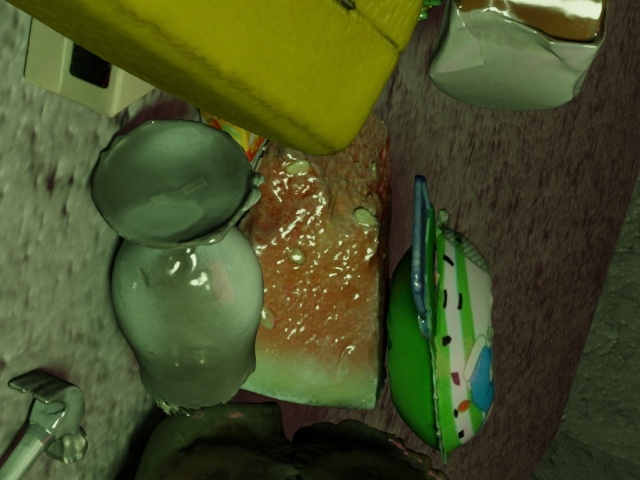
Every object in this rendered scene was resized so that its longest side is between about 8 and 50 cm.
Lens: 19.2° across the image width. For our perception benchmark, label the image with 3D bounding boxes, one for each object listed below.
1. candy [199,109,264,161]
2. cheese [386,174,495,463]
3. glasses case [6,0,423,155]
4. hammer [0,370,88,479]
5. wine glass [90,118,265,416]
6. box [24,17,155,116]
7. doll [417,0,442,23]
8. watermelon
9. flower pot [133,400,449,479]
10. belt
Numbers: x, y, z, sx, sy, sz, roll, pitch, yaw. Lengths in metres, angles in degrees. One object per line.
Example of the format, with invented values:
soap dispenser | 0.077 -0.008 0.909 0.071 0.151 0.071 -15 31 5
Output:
candy | -0.052 -0.111 1.233 0.062 0.038 0.122 -60 163 -26
cheese | 0.092 0.059 1.462 0.320 0.083 0.204 73 18 -64
glasses case | -0.085 -0.157 0.769 0.141 0.173 0.371 -65 153 -2
hammer | -0.214 0.178 1.115 0.246 0.029 0.103 -56 161 -33
wine glass | -0.082 0.023 1.197 0.103 0.103 0.222 -59 163 -29
box | -0.084 -0.181 0.990 0.141 0.058 0.201 -44 153 -55
doll | 0.050 -0.167 1.429 0.078 0.076 0.113 -60 166 -56
watermelon | 0.000 0.000 1.463 0.193 0.139 0.257 -42 144 -74
flower pot | -0.039 0.250 1.388 0.302 0.213 0.302 -47 157 -27
belt | 0.163 -0.218 1.522 0.339 0.122 0.217 -74 175 -73
